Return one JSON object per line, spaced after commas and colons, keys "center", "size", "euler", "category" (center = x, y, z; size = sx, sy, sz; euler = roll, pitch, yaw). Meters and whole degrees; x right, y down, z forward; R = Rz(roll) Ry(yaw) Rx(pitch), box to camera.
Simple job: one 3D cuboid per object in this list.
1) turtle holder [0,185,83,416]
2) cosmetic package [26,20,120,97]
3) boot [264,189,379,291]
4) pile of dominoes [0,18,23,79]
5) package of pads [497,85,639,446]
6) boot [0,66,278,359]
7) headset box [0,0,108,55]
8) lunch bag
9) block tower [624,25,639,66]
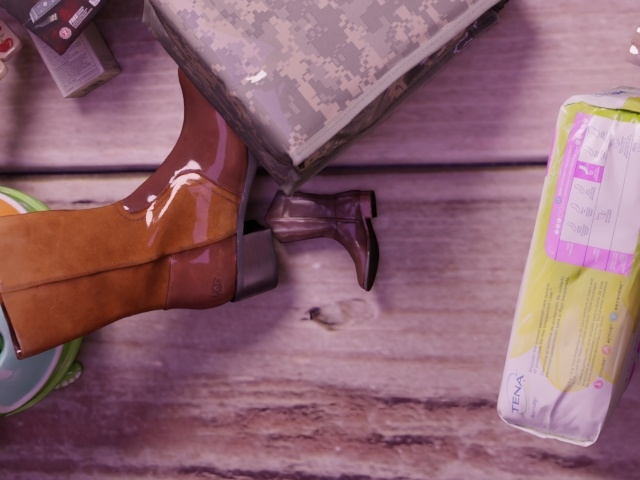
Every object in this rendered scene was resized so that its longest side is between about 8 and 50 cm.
{"center": [-0.399, 0.095, 1.497], "size": [0.243, 0.227, 0.320], "euler": [46, 108, 7], "category": "turtle holder"}
{"center": [-0.267, -0.214, 1.511], "size": [0.060, 0.041, 0.115], "euler": [-28, 87, 20], "category": "cosmetic package"}
{"center": [0.000, 0.000, 1.449], "size": [0.114, 0.037, 0.106], "euler": [-2, 83, 16], "category": "boot"}
{"center": [-0.429, -0.149, 1.483], "size": [0.196, 0.040, 0.251], "euler": [14, 68, 33], "category": "pile of dominoes"}
{"center": [0.248, 0.016, 1.265], "size": [0.101, 0.229, 0.296], "euler": [14, 102, 17], "category": "package of pads"}
{"center": [-0.201, -0.041, 1.415], "size": [0.281, 0.096, 0.264], "euler": [-13, 106, -17], "category": "boot"}
{"center": [-0.299, -0.358, 1.367], "size": [0.293, 0.110, 0.218], "euler": [40, 94, -27], "category": "headset box"}
{"center": [0.008, -0.227, 1.343], "size": [0.287, 0.169, 0.235], "euler": [-40, 85, -10], "category": "lunch bag"}
{"center": [0.382, -0.296, 1.252], "size": [0.097, 0.091, 0.335], "euler": [27, 105, 15], "category": "block tower"}
